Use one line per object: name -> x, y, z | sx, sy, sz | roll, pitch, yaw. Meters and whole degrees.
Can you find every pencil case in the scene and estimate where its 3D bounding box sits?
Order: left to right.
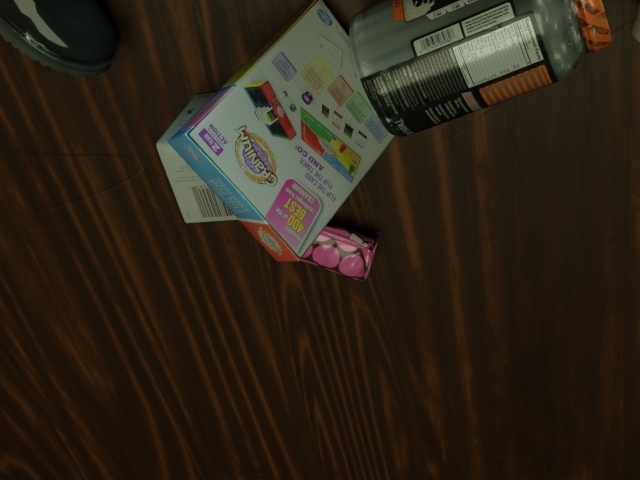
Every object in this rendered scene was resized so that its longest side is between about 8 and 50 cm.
pencil case -> 0.000, 0.000, 1.263 | 0.209, 0.095, 0.098 | 16, 163, -2

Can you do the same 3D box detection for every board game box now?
board game box -> -0.032, -0.164, 1.016 | 0.242, 0.317, 0.064 | 49, 152, -22

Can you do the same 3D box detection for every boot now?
boot -> -0.354, -0.472, 0.915 | 0.367, 0.146, 0.445 | 40, 134, -16

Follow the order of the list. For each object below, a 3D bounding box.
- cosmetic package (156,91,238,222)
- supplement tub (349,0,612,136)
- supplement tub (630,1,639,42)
cosmetic package -> -0.147, -0.143, 1.131 | 0.151, 0.184, 0.152 | -4, 125, 15
supplement tub -> 0.215, -0.279, 0.945 | 0.315, 0.194, 0.194 | -17, 120, 23
supplement tub -> 0.523, -0.369, 0.780 | 0.240, 0.241, 0.331 | 14, 127, 2
